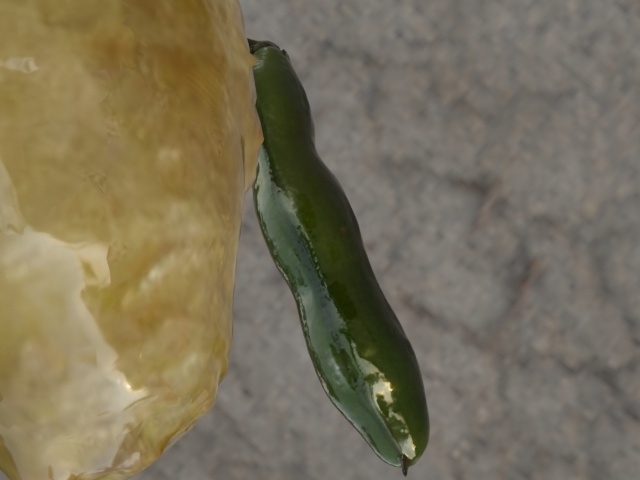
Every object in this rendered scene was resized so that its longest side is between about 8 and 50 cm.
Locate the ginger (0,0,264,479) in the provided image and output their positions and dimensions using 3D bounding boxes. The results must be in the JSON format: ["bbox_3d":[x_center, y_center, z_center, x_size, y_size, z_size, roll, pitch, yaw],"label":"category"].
[{"bbox_3d":[-0.040,-0.166,0.449,0.348,0.363,0.122,39,167,24],"label":"ginger"}]

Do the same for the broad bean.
[{"bbox_3d":[-0.002,-0.001,0.971,0.065,0.046,0.255,33,-147,-61],"label":"broad bean"}]
